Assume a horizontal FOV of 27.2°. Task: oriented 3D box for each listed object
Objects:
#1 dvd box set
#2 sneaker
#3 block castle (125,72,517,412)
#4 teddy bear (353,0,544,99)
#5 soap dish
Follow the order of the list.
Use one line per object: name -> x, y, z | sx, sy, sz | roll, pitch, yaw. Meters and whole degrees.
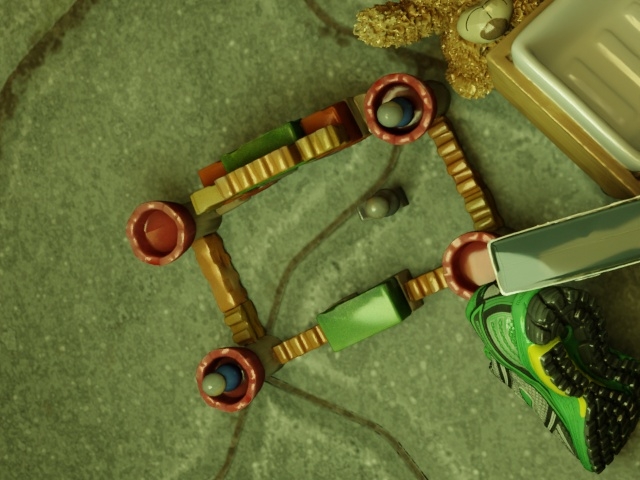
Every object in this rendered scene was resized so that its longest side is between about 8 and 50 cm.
dvd box set -> 0.380, -0.019, 1.412 | 0.307, 0.420, 0.062 | -17, 85, 21
sneaker -> 0.287, 0.152, 1.581 | 0.146, 0.343, 0.134 | 20, 63, 44
block castle -> 0.000, 0.000, 1.670 | 0.453, 0.213, 0.303 | -26, 90, 23
teddy bear -> 0.137, -0.336, 1.587 | 0.245, 0.113, 0.338 | -19, 81, -15
soap dish -> 0.351, -0.202, 1.487 | 0.229, 0.118, 0.291 | 44, 67, 8
